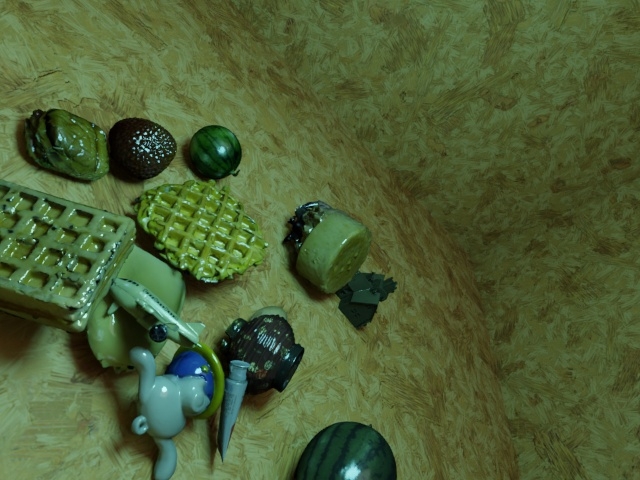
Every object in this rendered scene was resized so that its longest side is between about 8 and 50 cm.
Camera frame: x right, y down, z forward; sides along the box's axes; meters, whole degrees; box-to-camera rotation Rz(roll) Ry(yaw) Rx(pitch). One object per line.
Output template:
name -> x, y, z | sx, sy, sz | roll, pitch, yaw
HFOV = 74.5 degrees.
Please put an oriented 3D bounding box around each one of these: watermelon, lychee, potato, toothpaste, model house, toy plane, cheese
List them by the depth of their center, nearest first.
toy plane -> -0.368, 0.170, 0.936 | 0.244, 0.229, 0.092 | 33, 70, -8
cheese -> -0.463, 0.167, 1.034 | 0.259, 0.128, 0.316 | 38, 39, -33
toothpaste -> -0.230, 0.426, 1.064 | 0.057, 0.089, 0.234 | 15, 86, -22
watermelon -> 0.076, 0.671, 1.197 | 0.279, 0.279, 0.359 | 59, 27, 2
lychee -> -0.533, -0.274, 1.251 | 0.194, 0.194, 0.194 | 34, 39, -33
potato -> -0.163, 0.266, 1.384 | 0.147, 0.112, 0.112 | 10, 55, -58
watermelon -> -0.368, -0.307, 1.514 | 0.215, 0.188, 0.188 | 49, 32, -1
model house -> 0.206, 0.210, 1.806 | 0.204, 0.243, 0.211 | 48, 33, -16

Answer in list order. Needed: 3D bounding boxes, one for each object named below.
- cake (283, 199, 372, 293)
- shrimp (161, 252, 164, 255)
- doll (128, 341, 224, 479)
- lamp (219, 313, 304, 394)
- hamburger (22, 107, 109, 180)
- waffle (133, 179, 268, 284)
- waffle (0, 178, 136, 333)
cake -> 0.000, 0.006, 1.691 | 0.321, 0.332, 0.332 | 36, 22, 26
shrimp -> -0.405, 0.062, 1.272 | 0.165, 0.056, 0.065 | 38, 51, -45
doll -> -0.319, 0.390, 0.993 | 0.242, 0.159, 0.311 | 22, 67, -79
lamp -> -0.173, 0.323, 1.214 | 0.247, 0.247, 0.247 | 34, 39, -33
hamburger -> -0.665, -0.262, 1.126 | 0.206, 0.130, 0.183 | 16, 53, -51
waffle -> -0.344, -0.040, 1.275 | 0.380, 0.095, 0.382 | 50, 36, 14
waffle -> -0.606, 0.019, 0.842 | 0.376, 0.114, 0.261 | 17, 48, -10
